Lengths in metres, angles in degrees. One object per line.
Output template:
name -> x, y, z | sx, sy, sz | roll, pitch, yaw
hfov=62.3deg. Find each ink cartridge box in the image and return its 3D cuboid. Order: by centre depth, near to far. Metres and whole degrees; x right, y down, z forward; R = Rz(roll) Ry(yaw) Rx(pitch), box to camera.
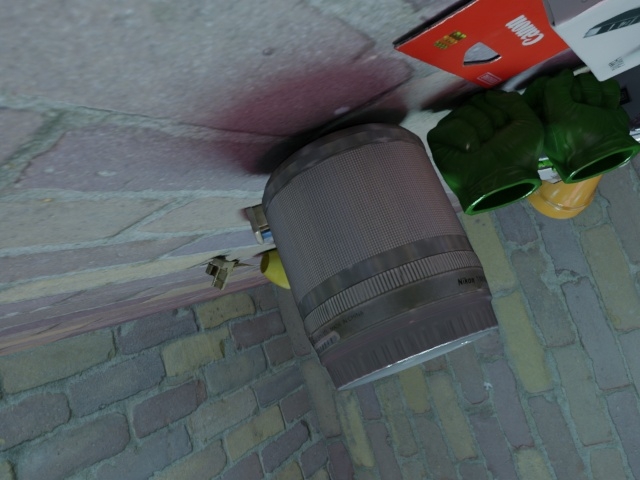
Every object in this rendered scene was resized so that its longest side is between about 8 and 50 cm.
ink cartridge box -> 0.231, -0.187, 0.475 | 0.238, 0.060, 0.275 | -24, 173, 34

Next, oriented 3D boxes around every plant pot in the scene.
plant pot -> 0.741, -0.195, 1.575 | 0.205, 0.205, 0.188 | -18, 159, -9
plant pot -> -0.132, 0.078, 1.656 | 0.095, 0.134, 0.134 | 15, 158, -27

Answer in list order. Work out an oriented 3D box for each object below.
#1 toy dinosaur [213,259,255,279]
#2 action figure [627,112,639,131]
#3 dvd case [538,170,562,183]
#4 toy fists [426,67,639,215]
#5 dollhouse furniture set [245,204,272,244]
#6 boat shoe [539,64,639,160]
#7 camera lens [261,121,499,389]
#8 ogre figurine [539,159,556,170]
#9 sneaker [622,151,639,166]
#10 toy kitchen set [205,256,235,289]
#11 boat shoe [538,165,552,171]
toy dinosaur -> -0.275, 0.083, 1.598 | 0.092, 0.053, 0.183 | -34, -168, -34
action figure -> 0.397, -0.158, 0.372 | 0.330, 0.178, 0.341 | 104, 13, -50
dvd case -> 0.603, -0.210, 1.301 | 0.180, 0.022, 0.253 | 16, 162, -19
toy fists -> 0.273, -0.140, 0.682 | 0.279, 0.142, 0.096 | -18, 159, -11
dollhouse furniture set -> 0.015, 0.059, 0.906 | 0.198, 0.304, 0.286 | -19, 175, -5
boat shoe -> 0.480, -0.201, 0.799 | 0.367, 0.136, 0.156 | -19, 175, 31
camera lens -> 0.064, 0.015, 0.643 | 0.219, 0.274, 0.219 | -19, 161, -6
ogre figurine -> 0.470, -0.192, 1.111 | 0.118, 0.097, 0.197 | -6, 147, 4
sneaker -> 0.815, -0.275, 1.282 | 0.180, 0.125, 0.321 | -18, 175, 4
toy kitchen set -> -0.284, 0.083, 1.408 | 0.068, 0.083, 0.075 | 22, -177, 12
boat shoe -> 0.458, -0.183, 1.247 | 0.227, 0.081, 0.068 | -18, 158, 24
